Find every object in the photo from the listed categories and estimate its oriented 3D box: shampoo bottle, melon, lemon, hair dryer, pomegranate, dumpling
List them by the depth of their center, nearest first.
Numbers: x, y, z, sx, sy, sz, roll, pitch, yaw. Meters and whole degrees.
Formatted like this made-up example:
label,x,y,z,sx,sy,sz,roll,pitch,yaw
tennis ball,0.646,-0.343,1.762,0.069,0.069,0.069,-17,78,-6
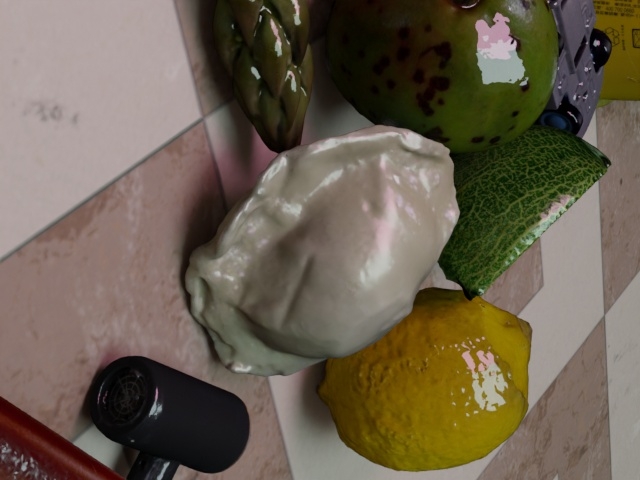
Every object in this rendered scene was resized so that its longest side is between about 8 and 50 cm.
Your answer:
label,x,y,z,sx,sy,sz,roll,pitch,yaw
shampoo bottle,-0.188,0.180,0.772,0.102,0.064,0.260,-50,129,-5
hair dryer,-0.157,0.215,0.885,0.128,0.070,0.255,39,76,-52
dumpling,0.000,0.000,0.947,0.258,0.147,0.193,-38,130,1
pomegranate,0.104,-0.158,1.015,0.202,0.202,0.248,-59,173,-22
lemon,0.100,0.132,1.093,0.193,0.180,0.180,-4,109,-18
melon,0.177,-0.055,1.112,0.169,0.129,0.265,-43,174,15

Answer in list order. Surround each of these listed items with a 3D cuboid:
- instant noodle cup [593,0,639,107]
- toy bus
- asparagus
label,x,y,z,sx,sy,sz,roll,pitch,yaw
instant noodle cup,0.458,-0.299,1.373,0.325,0.254,0.325,-23,120,-48
toy bus,0.201,-0.195,1.153,0.126,0.136,0.209,-63,144,-28
asparagus,-0.048,-0.187,0.870,0.080,0.080,0.287,-39,132,-40
